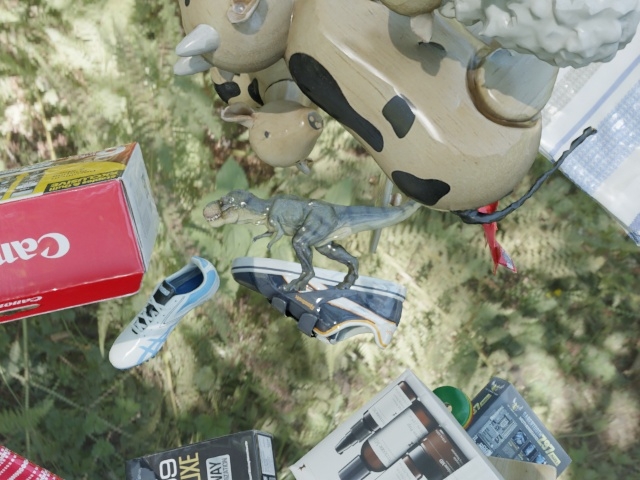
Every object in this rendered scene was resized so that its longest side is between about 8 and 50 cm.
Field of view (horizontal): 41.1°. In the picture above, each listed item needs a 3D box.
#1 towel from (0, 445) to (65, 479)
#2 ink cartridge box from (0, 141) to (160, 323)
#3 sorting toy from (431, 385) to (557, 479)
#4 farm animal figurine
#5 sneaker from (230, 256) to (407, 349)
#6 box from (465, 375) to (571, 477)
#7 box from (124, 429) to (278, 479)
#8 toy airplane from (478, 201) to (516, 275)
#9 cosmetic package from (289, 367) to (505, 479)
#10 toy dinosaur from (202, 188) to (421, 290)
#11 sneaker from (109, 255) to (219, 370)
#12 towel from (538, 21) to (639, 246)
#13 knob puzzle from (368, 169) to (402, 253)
[{"bbox_3d":[-0.430,0.364,1.137,0.275,0.199,0.031,37,20,-23],"label":"towel"},{"bbox_3d":[-0.371,-0.006,1.054,0.310,0.272,0.130,-12,109,-3],"label":"ink cartridge box"},{"bbox_3d":[0.154,0.284,0.819,0.132,0.046,0.274,3,74,22],"label":"sorting toy"},{"bbox_3d":[0.004,-0.124,0.516,0.327,0.330,0.172,37,76,16],"label":"farm animal figurine"},{"bbox_3d":[-0.016,0.111,1.514,0.321,0.126,0.127,10,80,12],"label":"sneaker"},{"bbox_3d":[0.344,0.399,1.604,0.183,0.059,0.232,-45,112,-11],"label":"box"},{"bbox_3d":[-0.175,0.472,1.325,0.243,0.076,0.307,-17,67,18],"label":"box"},{"bbox_3d":[0.256,-0.012,1.277,0.028,0.151,0.151,-11,68,-5],"label":"toy airplane"},{"bbox_3d":[0.082,0.186,0.451,0.099,0.060,0.239,-42,46,2],"label":"cosmetic package"},{"bbox_3d":[0.000,0.000,0.997,0.268,0.064,0.118,0,87,-15],"label":"toy dinosaur"},{"bbox_3d":[-0.273,0.119,1.450,0.237,0.086,0.085,-46,51,-13],"label":"sneaker"},{"bbox_3d":[0.332,-0.160,0.967,0.285,0.209,0.034,47,25,19],"label":"towel"},{"bbox_3d":[0.094,-0.076,1.104,0.030,0.213,0.213,12,64,0],"label":"knob puzzle"}]
